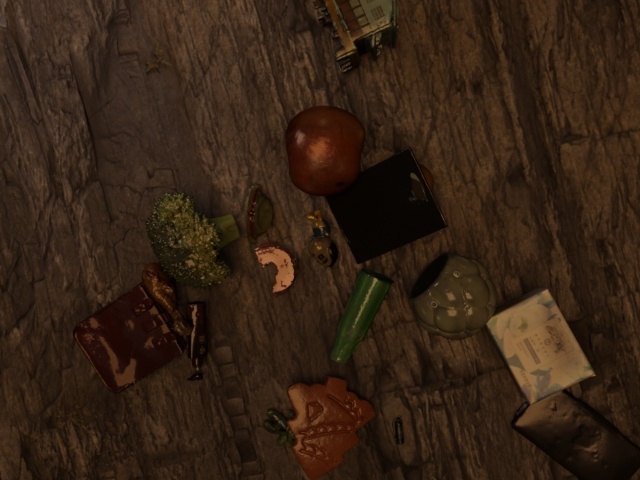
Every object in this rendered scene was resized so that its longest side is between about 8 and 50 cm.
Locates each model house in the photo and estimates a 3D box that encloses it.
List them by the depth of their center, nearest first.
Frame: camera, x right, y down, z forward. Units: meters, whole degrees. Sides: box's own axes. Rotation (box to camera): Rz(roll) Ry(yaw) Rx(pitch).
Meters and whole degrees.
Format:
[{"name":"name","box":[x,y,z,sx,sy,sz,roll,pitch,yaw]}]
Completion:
[{"name":"model house","box":[0.113,-0.610,1.672,0.215,0.224,0.199,-22,89,8]}]

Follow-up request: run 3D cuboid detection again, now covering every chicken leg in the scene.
[{"name":"chicken leg","box":[-0.457,0.176,1.783,0.087,0.107,0.252,-39,72,23]}]

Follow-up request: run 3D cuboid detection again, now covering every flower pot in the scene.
[{"name":"flower pot","box":[0.378,0.161,1.685,0.195,0.246,0.246,40,94,-6]}]

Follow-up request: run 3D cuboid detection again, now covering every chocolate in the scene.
[{"name":"chocolate","box":[0.110,0.230,1.774,0.110,0.110,0.291,25,97,2]}]

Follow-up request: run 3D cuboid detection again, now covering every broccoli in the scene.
[{"name":"broccoli","box":[-0.373,0.007,1.732,0.259,0.235,0.288,-5,129,5]}]

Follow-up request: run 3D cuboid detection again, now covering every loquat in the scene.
[{"name":"loquat","box":[0.257,-0.166,1.725,0.141,0.141,0.141,0,93,3]}]

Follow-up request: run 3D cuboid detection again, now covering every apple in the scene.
[{"name":"apple","box":[0.017,-0.253,1.685,0.253,0.253,0.254,0,93,3]}]

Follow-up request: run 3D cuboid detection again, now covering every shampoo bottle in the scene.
[{"name":"shampoo bottle","box":[-0.380,0.307,1.817,0.068,0.067,0.237,-3,91,-17]}]

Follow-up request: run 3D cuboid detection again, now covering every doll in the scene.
[{"name":"doll","box":[0.000,0.000,1.775,0.088,0.102,0.179,-23,91,-35]},{"name":"doll","box":[-0.106,0.579,1.818,0.150,0.077,0.115,21,83,13]}]

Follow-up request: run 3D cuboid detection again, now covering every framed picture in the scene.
[{"name":"framed picture","box":[0.178,-0.091,1.710,0.323,0.013,0.244,-25,92,36]}]

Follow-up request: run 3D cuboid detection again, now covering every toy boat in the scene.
[{"name":"toy boat","box":[-0.186,-0.079,1.789,0.089,0.071,0.185,3,94,-39]}]

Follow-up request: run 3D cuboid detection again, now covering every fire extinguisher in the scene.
[{"name":"fire extinguisher","box":[0.237,0.578,1.818,0.038,0.025,0.083,-3,93,27]}]

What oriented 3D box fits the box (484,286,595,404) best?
[{"name":"box","box":[0.620,0.302,1.721,0.203,0.116,0.274,-28,84,5]}]

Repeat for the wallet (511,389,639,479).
[{"name":"wallet","box":[0.769,0.591,1.772,0.377,0.051,0.197,37,96,3]}]

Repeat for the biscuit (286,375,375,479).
[{"name":"biscuit","box":[0.015,0.562,1.775,0.283,0.043,0.307,16,82,-12]}]

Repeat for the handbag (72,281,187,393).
[{"name":"handbag","box":[-0.583,0.301,1.824,0.275,0.084,0.260,-34,90,4]}]

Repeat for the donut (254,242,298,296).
[{"name":"donut","box":[-0.123,0.074,1.793,0.117,0.065,0.166,-24,92,6]}]
